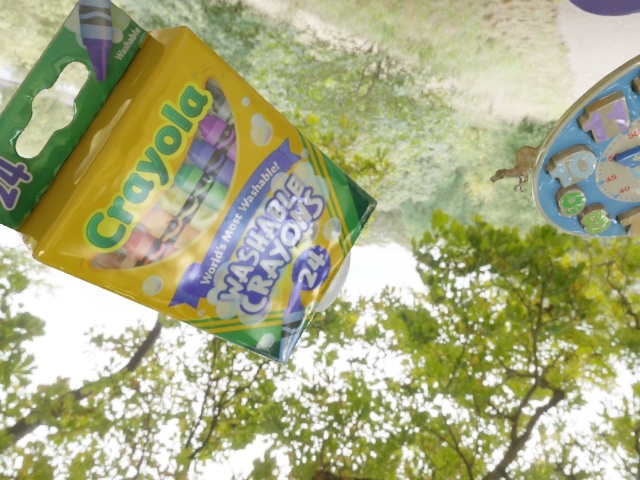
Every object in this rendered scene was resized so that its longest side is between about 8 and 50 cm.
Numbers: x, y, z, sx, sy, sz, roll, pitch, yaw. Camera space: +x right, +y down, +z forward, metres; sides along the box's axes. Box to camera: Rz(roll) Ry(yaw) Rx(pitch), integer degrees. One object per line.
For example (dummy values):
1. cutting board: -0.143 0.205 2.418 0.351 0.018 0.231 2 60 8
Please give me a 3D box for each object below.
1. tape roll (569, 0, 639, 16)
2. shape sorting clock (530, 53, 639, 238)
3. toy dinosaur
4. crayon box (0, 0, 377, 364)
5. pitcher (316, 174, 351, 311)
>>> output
1. tape roll: 0.213 -0.241 0.296 0.189 0.080 0.189 -12 151 -7
2. shape sorting clock: 0.269 -0.068 0.381 0.207 0.206 0.040 8 -134 -11
3. toy dinosaur: 0.436 -0.160 1.023 0.092 0.183 0.053 55 169 -21
4. crayon box: -0.105 -0.034 0.451 0.323 0.203 0.083 35 172 -41
5. pitcher: 0.000 0.000 0.791 0.126 0.206 0.178 15 -178 19
